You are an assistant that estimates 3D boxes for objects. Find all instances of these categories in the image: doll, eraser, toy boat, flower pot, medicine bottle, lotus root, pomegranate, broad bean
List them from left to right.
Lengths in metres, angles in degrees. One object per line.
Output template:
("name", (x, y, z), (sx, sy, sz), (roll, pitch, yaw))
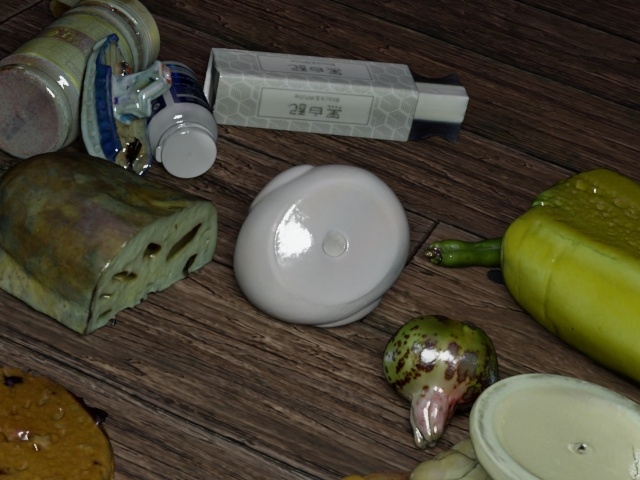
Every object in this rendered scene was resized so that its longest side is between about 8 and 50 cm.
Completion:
("medicine bottle", (-0.365, -0.245, 2.155), (0.151, 0.151, 0.322), (19, 33, 9))
("lotus root", (-0.301, -0.037, 1.866), (0.260, 0.149, 0.267), (29, 32, 22))
("toy boat", (-0.262, -0.165, 2.029), (0.115, 0.262, 0.114), (-6, -13, 21))
("medicine bottle", (-0.210, -0.174, 2.144), (0.107, 0.107, 0.191), (1, 35, -19))
("doll", (0.000, 0.000, 1.907), (0.251, 0.221, 0.221), (-33, 49, -14))
("eraser", (0.023, -0.225, 2.318), (0.404, 0.098, 0.096), (4, 34, -13))
("pomegranate", (0.143, 0.160, 1.740), (0.138, 0.125, 0.163), (21, 32, -11))
("broad bean", (0.259, 0.015, 2.067), (0.255, 0.065, 0.046), (-3, 77, -14))
("flower pot", (0.225, 0.284, 1.468), (0.308, 0.244, 0.307), (11, 32, -7))

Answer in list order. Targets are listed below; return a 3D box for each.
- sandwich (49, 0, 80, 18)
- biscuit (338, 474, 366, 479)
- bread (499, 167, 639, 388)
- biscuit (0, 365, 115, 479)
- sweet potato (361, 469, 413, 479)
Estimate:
("sandwich", (-0.399, -0.389, 2.475), (0.105, 0.035, 0.093), (25, 35, 20))
("biscuit", (-0.040, 0.310, 1.458), (0.208, 0.047, 0.164), (-13, 34, -3))
("bread", (0.413, 0.069, 1.901), (0.251, 0.208, 0.376), (-27, 49, -38))
("biscuit", (-0.357, 0.221, 1.505), (0.296, 0.075, 0.296), (11, 27, -6))
("sweet potato", (0.066, 0.276, 1.586), (0.068, 0.068, 0.226), (29, 32, 23))
